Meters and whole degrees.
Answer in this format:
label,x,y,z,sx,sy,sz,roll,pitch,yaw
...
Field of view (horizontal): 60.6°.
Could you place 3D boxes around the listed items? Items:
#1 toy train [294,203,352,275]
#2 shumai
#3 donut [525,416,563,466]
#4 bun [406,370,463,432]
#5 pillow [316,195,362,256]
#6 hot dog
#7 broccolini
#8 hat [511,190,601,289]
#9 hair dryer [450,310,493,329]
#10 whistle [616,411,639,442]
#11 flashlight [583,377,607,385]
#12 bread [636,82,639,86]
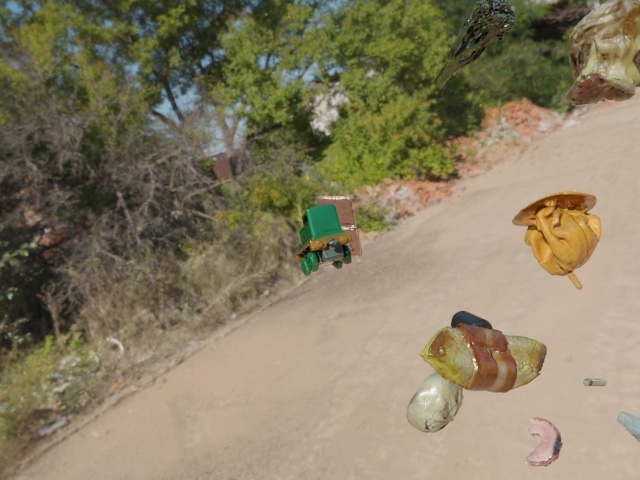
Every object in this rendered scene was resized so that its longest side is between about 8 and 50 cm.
label,x,y,z,sx,sy,sz,roll,pitch,yaw
toy train,0.000,0.000,1.183,0.091,0.137,0.227,-12,-5,-14
shumai,0.536,-0.324,1.004,0.161,0.210,0.153,8,56,16
donut,0.740,0.664,1.794,0.117,0.065,0.166,-11,47,39
bun,0.384,0.527,1.787,0.141,0.239,0.239,30,37,27
pillow,0.065,-0.047,1.822,0.126,0.233,0.043,-3,31,22
hot dog,0.290,0.220,1.000,0.261,0.123,0.093,12,-41,-14
broccolini,0.284,-0.385,1.058,0.091,0.068,0.202,20,-38,-29
hat,0.665,0.019,1.475,0.233,0.233,0.244,-13,-21,8
hair dryer,0.449,0.283,1.413,0.071,0.248,0.114,-48,12,-4
whistle,1.008,0.605,1.677,0.123,0.223,0.123,-58,-8,-14
flashlight,0.746,0.386,1.488,0.083,0.018,0.018,10,18,-32
bread,0.898,-0.558,1.635,0.184,0.234,0.111,8,68,56
